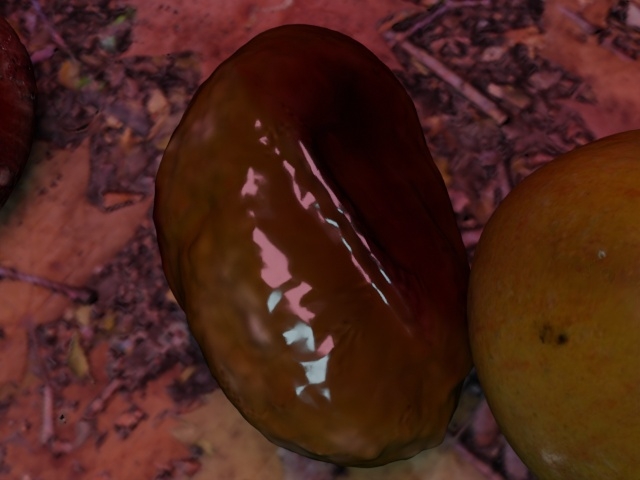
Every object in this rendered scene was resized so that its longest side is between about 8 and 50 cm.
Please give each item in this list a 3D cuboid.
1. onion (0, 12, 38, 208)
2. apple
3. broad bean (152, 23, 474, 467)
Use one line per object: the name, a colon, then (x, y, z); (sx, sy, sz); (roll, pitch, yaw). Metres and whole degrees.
onion: (-0.246, -0.079, 0.692); (0.184, 0.147, 0.184); (0, 79, 0)
apple: (0.154, 0.038, 0.564); (0.182, 0.155, 0.182); (8, 71, -24)
broad bean: (0.000, 0.001, 0.636); (0.122, 0.156, 0.228); (-31, 65, 40)
